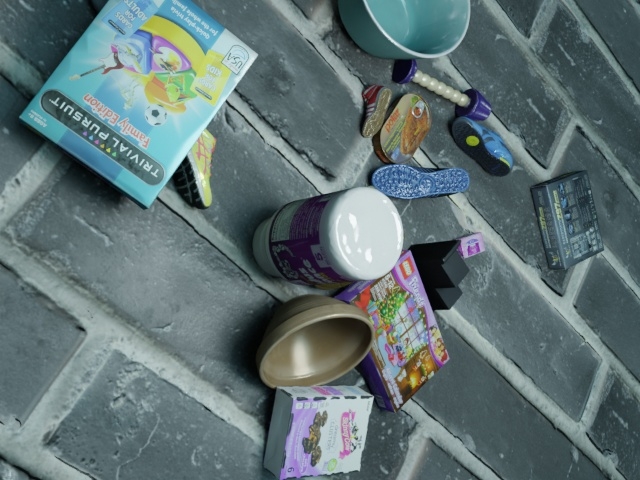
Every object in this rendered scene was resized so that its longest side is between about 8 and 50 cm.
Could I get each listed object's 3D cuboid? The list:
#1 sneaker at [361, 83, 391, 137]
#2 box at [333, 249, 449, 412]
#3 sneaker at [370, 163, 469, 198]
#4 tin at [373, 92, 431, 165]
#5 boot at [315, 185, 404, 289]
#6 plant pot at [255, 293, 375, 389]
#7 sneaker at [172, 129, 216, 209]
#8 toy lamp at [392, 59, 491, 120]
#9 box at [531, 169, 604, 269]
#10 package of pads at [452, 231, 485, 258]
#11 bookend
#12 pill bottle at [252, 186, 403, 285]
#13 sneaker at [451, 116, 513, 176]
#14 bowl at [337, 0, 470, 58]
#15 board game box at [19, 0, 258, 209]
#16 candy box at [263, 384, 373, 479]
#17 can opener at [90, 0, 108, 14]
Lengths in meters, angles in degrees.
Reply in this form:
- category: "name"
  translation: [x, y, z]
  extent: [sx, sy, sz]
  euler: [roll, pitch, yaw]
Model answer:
- category: "sneaker"
  translation: [0.113, -0.291, 1.767]
  extent: [0.042, 0.067, 0.119]
  euler: [14, 107, -36]
- category: "box"
  translation: [0.159, 0.193, 1.708]
  extent: [0.201, 0.057, 0.293]
  euler: [-38, 117, -32]
- category: "sneaker"
  translation: [0.218, -0.129, 1.804]
  extent: [0.232, 0.090, 0.082]
  euler: [1, 85, -14]
- category: "tin"
  translation: [0.187, -0.255, 1.814]
  extent: [0.106, 0.040, 0.190]
  euler: [48, 61, -27]
- category: "boot"
  translation: [0.055, -0.007, 1.650]
  extent: [0.213, 0.165, 0.077]
  euler: [-35, 137, 9]
- category: "plant pot"
  translation: [-0.023, 0.182, 1.543]
  extent: [0.237, 0.237, 0.110]
  euler: [5, 42, -35]
- category: "sneaker"
  translation: [-0.229, -0.163, 1.479]
  extent: [0.094, 0.081, 0.209]
  euler: [-17, 95, -38]
- category: "toy lamp"
  translation: [0.295, -0.352, 1.877]
  extent: [0.274, 0.080, 0.080]
  euler: [18, 75, -30]
- category: "box"
  translation: [0.664, -0.056, 2.120]
  extent: [0.183, 0.059, 0.233]
  euler: [-20, 98, -36]
- category: "package of pads"
  translation: [0.360, 0.013, 1.912]
  extent: [0.083, 0.032, 0.050]
  euler: [-17, 94, -36]
- category: "bookend"
  translation: [0.276, 0.084, 1.769]
  extent: [0.072, 0.157, 0.156]
  euler: [-46, 110, -29]
- category: "pill bottle"
  translation: [0.000, 0.000, 1.489]
  extent: [0.169, 0.301, 0.169]
  euler: [5, 82, -35]
- category: "sneaker"
  translation: [0.399, -0.246, 1.952]
  extent: [0.209, 0.069, 0.082]
  euler: [37, 51, -26]
- category: "bowl"
  translation: [0.162, -0.524, 1.736]
  extent: [0.311, 0.163, 0.312]
  euler: [6, 78, -31]
- category: "board game box"
  translation: [-0.306, -0.262, 1.361]
  extent: [0.253, 0.079, 0.336]
  euler: [36, 79, -16]
- category: "candy box"
  translation: [-0.002, 0.377, 1.571]
  extent: [0.196, 0.070, 0.165]
  euler: [6, 97, -35]
- category: "can opener"
  translation: [-0.317, -0.368, 1.458]
  extent: [0.095, 0.076, 0.283]
  euler: [-33, 108, 0]
